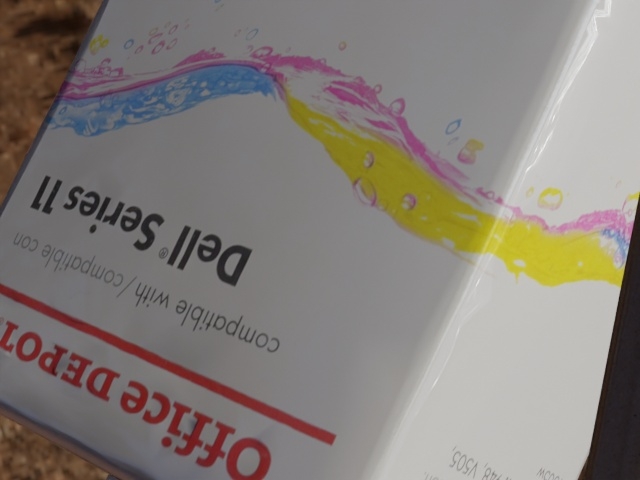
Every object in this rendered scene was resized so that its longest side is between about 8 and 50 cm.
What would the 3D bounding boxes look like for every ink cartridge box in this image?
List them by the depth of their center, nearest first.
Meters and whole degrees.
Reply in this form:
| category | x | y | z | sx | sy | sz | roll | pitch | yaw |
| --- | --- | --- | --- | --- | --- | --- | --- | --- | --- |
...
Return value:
| category | x | y | z | sx | sy | sz | roll | pitch | yaw |
| --- | --- | --- | --- | --- | --- | --- | --- | --- | --- |
| ink cartridge box | 0.000 | 0.000 | 0.528 | 0.207 | 0.119 | 0.353 | 18 | 80 | 39 |

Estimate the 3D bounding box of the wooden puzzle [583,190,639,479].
| category | x | y | z | sx | sy | sz | roll | pitch | yaw |
| --- | --- | --- | --- | --- | --- | --- | --- | --- | --- |
| wooden puzzle | 0.083 | 0.019 | 0.231 | 0.044 | 0.221 | 0.239 | 11 | -3 | 3 |
